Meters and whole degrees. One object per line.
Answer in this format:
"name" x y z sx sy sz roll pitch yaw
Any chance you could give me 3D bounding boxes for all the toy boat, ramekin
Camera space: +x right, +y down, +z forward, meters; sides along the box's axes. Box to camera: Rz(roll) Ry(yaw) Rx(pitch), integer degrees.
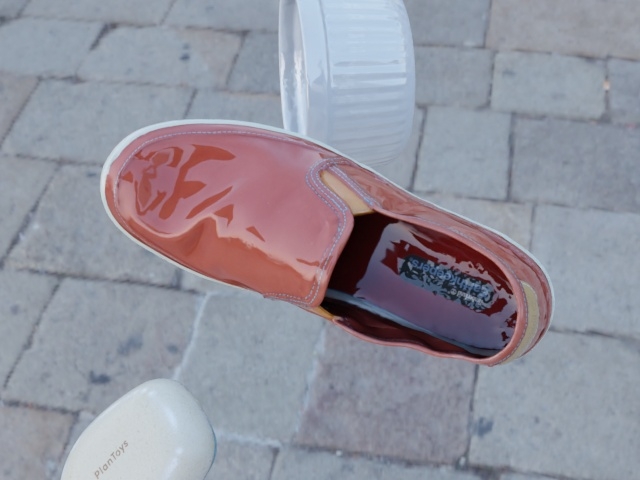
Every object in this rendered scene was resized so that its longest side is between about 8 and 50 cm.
"toy boat" -0.215 0.364 1.407 0.267 0.148 0.318 -42 59 13
"ramekin" 0.024 -0.164 1.040 0.109 0.207 0.207 -4 44 -8

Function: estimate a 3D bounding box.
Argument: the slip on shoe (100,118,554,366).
"slip on shoe" 0.000 0.000 0.711 0.331 0.123 0.101 22 9 8
